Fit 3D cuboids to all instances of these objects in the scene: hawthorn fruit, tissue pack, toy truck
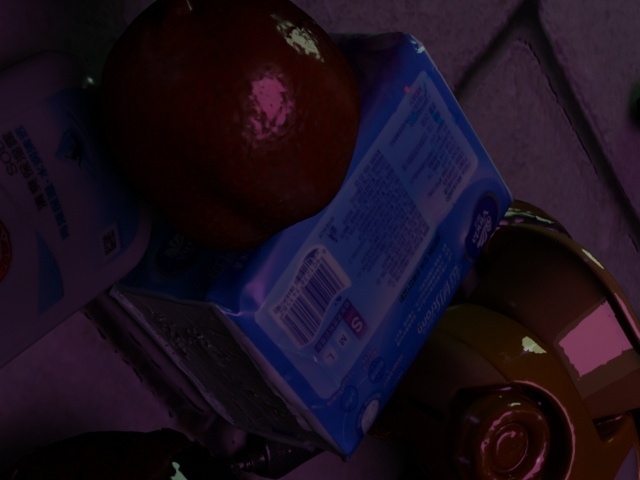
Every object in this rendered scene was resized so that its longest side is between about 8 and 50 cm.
[{"bbox_3d":[-0.065,-0.092,0.926,0.188,0.169,0.169,51,62,-33],"label":"hawthorn fruit"},{"bbox_3d":[0.000,0.000,1.094,0.263,0.146,0.198,-57,132,-24],"label":"tissue pack"},{"bbox_3d":[0.165,0.153,1.219,0.211,0.204,0.288,-35,116,-20],"label":"toy truck"}]

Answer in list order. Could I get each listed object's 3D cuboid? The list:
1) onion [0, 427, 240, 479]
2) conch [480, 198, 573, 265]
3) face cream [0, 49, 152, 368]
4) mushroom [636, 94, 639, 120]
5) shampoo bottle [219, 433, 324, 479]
[{"bbox_3d":[-0.110,0.251,0.942,0.221,0.281,0.281,-51,130,-1],"label":"onion"},{"bbox_3d":[0.190,0.013,1.326,0.233,0.080,0.086,55,52,-33],"label":"conch"},{"bbox_3d":[-0.222,0.004,0.860,0.336,0.080,0.163,-41,119,-55],"label":"face cream"},{"bbox_3d":[0.393,-0.157,1.515,0.187,0.061,0.060,-29,110,-42],"label":"mushroom"},{"bbox_3d":[-0.025,0.164,1.176,0.137,0.027,0.048,-17,105,-41],"label":"shampoo bottle"}]
